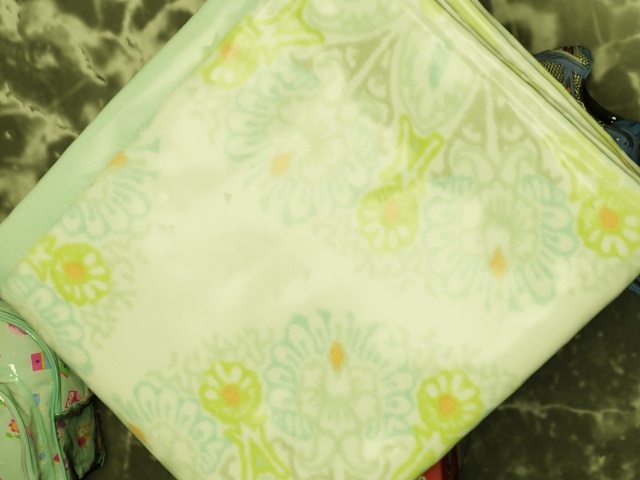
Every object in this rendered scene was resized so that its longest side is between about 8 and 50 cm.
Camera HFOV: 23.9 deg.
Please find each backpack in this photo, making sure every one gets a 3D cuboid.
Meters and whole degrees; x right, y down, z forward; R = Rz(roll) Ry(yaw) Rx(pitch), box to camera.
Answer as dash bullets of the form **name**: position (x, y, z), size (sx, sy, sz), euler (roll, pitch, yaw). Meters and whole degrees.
- **backpack**: position (-0.280, 0.132, 1.283), size (0.166, 0.144, 0.188), euler (5, 104, 17)

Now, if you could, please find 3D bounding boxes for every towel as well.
- **towel**: position (0.000, 0.000, 0.992), size (0.374, 0.090, 0.320), euler (-45, 85, 13)

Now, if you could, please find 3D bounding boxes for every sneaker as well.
- **sneaker**: position (0.214, -0.051, 1.150), size (0.087, 0.083, 0.221), euler (-31, 100, 14)

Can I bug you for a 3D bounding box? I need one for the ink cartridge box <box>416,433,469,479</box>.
- **ink cartridge box**: position (0.047, 0.055, 1.154), size (0.114, 0.197, 0.272), euler (-1, 106, 12)
